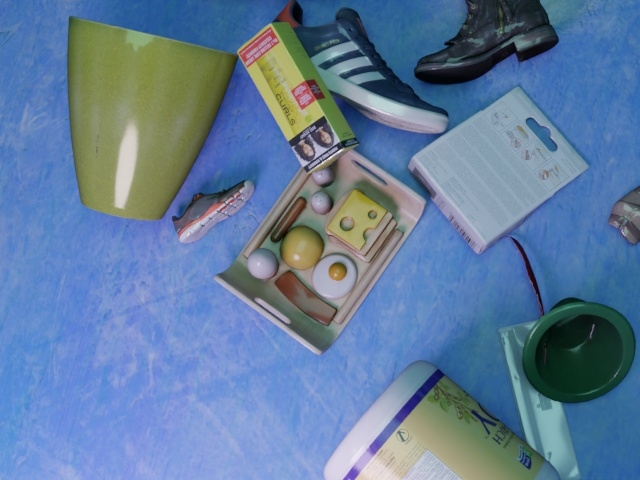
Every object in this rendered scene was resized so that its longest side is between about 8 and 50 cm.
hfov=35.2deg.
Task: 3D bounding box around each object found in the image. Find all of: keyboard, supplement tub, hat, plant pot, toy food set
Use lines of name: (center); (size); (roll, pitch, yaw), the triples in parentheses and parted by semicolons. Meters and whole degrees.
keyboard: (0.345, 0.256, 1.595); (0.072, 0.014, 0.256); (-12, 80, 1)
supplement tub: (0.197, 0.364, 1.481); (0.331, 0.241, 0.241); (40, 88, 12)
hat: (0.391, 0.123, 1.606); (0.173, 0.183, 0.208); (-2, 116, 0)
plant pot: (-0.299, -0.190, 1.648); (0.275, 0.275, 0.293); (15, 99, 10)
toy food set: (0.000, 0.000, 1.641); (0.220, 0.092, 0.306); (35, 87, 12)

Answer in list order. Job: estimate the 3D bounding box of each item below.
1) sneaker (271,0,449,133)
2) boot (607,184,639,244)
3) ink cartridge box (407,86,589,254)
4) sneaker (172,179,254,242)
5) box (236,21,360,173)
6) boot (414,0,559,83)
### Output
sneaker: (0.066, -0.294, 1.659); (0.350, 0.131, 0.148); (25, 90, 11)
boot: (0.522, -0.029, 1.604); (0.118, 0.042, 0.087); (37, 94, 13)
ink cartridge box: (0.290, -0.116, 1.653); (0.232, 0.066, 0.189); (-34, 77, -20)
sneaker: (-0.186, -0.063, 1.696); (0.158, 0.061, 0.065); (-35, 72, 1)
box: (-0.036, -0.227, 1.604); (0.087, 0.058, 0.232); (-31, 85, 31)
boot: (0.254, -0.394, 1.670); (0.263, 0.091, 0.229); (-17, 81, 1)
